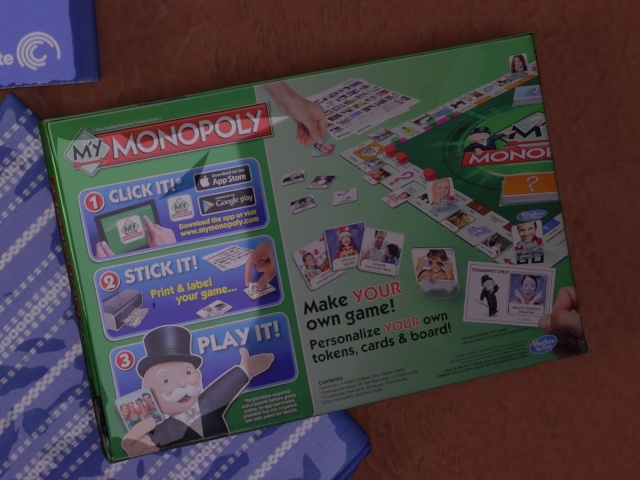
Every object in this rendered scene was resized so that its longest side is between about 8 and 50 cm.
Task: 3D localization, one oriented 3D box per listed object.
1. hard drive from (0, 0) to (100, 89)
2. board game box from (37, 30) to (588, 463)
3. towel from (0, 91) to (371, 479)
[{"bbox_3d":[-0.248,-0.245,1.011,0.210,0.040,0.318,-5,99,-12],"label":"hard drive"},{"bbox_3d":[0.000,0.000,1.077,0.317,0.046,0.213,-11,94,-14],"label":"board game box"},{"bbox_3d":[-0.156,0.108,1.082,0.336,0.040,0.243,45,86,-14],"label":"towel"}]
